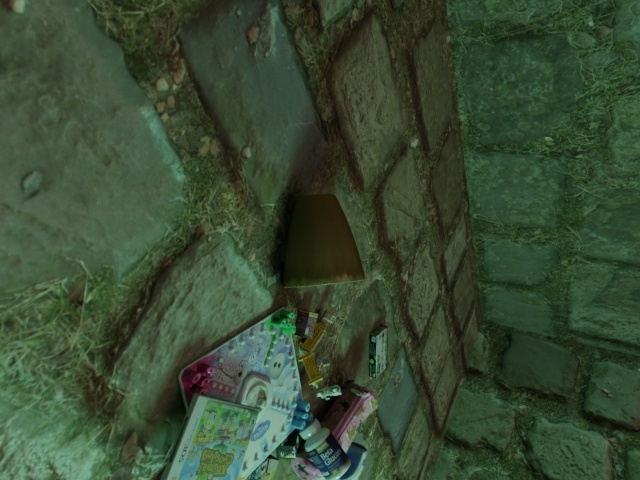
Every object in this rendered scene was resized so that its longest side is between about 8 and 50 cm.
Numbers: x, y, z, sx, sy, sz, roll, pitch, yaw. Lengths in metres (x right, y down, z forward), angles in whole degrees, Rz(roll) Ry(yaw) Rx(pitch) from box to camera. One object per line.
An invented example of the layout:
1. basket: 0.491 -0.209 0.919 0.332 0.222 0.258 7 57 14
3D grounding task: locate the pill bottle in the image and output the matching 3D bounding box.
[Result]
1. pill bottle: 0.009 0.648 1.285 0.169 0.094 0.094 53 39 8

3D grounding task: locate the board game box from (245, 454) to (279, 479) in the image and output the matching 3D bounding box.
1. board game box: -0.220 0.736 1.176 0.165 0.042 0.243 49 57 -49

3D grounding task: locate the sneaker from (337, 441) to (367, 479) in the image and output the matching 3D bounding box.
1. sneaker: 0.099 0.958 1.647 0.182 0.127 0.315 34 76 -58

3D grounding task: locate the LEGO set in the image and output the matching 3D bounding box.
1. LEGO set: -0.006 0.379 1.364 0.107 0.132 0.287 84 2 -56

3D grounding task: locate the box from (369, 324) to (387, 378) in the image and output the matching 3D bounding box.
1. box: 0.258 0.493 1.836 0.114 0.036 0.207 -21 114 -53

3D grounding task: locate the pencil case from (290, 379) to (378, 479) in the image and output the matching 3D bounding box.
1. pencil case: 0.056 0.684 1.472 0.386 0.160 0.167 -41 119 -43

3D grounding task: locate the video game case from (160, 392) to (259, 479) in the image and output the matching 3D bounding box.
1. video game case: -0.248 0.475 0.963 0.212 0.023 0.193 40 61 -45

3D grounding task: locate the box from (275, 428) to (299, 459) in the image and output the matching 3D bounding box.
1. box: -0.101 0.629 1.284 0.083 0.062 0.052 -69 157 -73

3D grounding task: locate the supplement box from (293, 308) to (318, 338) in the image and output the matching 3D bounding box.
1. supplement box: -0.047 0.267 1.323 0.055 0.043 0.083 30 72 -55

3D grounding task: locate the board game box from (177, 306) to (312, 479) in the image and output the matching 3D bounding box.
1. board game box: -0.173 0.435 1.127 0.390 0.050 0.390 -25 111 -51

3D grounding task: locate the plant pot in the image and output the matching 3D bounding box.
1. plant pot: 0.000 0.000 1.194 0.237 0.237 0.254 0 84 -56
